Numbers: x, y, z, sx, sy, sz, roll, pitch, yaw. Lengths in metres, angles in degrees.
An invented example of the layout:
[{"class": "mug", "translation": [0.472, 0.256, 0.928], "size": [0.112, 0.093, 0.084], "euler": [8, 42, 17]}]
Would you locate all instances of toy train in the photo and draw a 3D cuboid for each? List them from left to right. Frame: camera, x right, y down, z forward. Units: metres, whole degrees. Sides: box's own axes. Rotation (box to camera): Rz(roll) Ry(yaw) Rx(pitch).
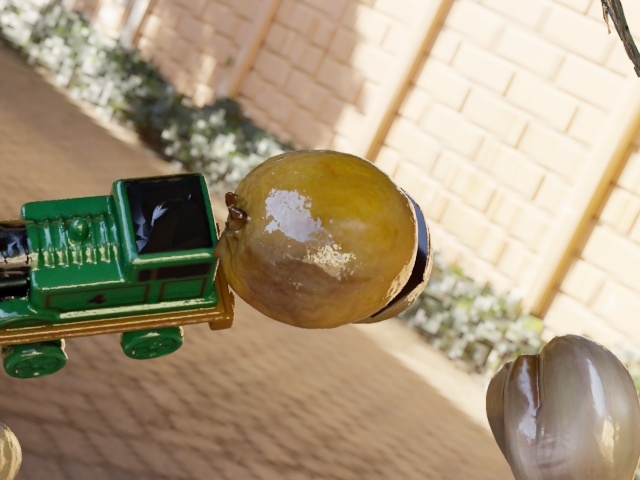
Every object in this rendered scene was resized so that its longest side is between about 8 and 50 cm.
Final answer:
[{"class": "toy train", "translation": [-0.279, 0.034, 1.883], "size": [0.429, 0.249, 0.178], "euler": [-6, 64, -16]}]

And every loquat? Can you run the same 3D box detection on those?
[{"class": "loquat", "translation": [0.000, 0.000, 1.782], "size": [0.238, 0.193, 0.238], "euler": [9, 48, -10]}]

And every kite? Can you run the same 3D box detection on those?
[{"class": "kite", "translation": [0.317, -0.298, 1.740], "size": [0.368, 0.014, 0.406], "euler": [31, 36, -75]}]

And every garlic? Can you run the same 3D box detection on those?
[{"class": "garlic", "translation": [0.290, 0.228, 1.849], "size": [0.110, 0.217, 0.228], "euler": [2, 60, -40]}]

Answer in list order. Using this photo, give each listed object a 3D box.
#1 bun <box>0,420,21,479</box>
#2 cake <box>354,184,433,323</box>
[{"class": "bun", "translation": [-0.351, 0.225, 1.363], "size": [0.183, 0.183, 0.102], "euler": [6, 65, -59]}, {"class": "cake", "translation": [0.056, 0.023, 2.008], "size": [0.185, 0.208, 0.178], "euler": [-7, -19, 6]}]
